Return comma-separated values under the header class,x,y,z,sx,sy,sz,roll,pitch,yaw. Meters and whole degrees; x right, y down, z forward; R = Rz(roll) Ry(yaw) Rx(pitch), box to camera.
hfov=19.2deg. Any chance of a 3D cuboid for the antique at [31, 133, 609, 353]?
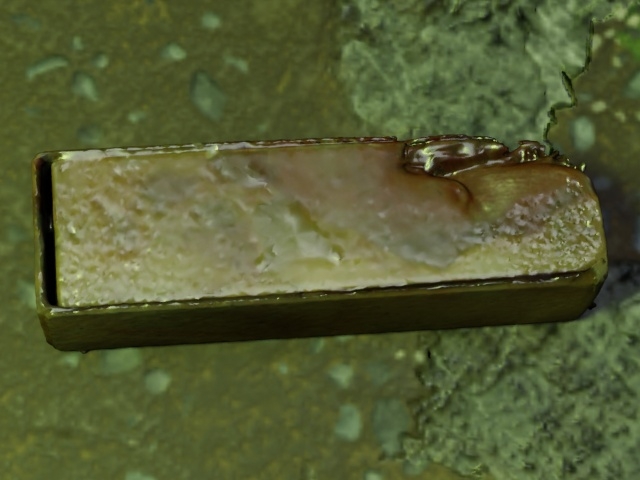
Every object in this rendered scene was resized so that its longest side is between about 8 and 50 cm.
class,x,y,z,sx,sy,sz,roll,pitch,yaw
antique,0.000,0.000,1.043,0.309,0.087,0.093,-3,73,-3
